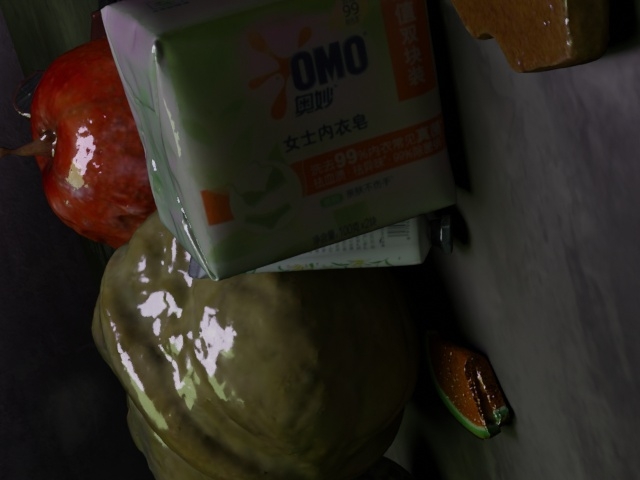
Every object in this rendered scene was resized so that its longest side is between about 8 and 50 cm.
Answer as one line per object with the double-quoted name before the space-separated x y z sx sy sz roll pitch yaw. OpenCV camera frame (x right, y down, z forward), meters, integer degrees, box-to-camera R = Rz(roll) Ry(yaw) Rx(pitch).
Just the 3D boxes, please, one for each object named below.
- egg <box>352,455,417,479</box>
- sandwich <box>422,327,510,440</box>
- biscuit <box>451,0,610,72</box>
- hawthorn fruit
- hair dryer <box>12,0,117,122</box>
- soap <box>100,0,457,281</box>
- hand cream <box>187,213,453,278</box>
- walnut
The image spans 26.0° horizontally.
"egg" 0.046 0.282 1.285 0.141 0.141 0.181 -141 41 -61
"sandwich" 0.114 0.111 1.071 0.101 0.026 0.069 35 138 59
"biscuit" 0.093 -0.189 0.755 0.215 0.034 0.182 -131 27 -56
"hawthorn fruit" -0.224 -0.103 1.463 0.242 0.272 0.242 -3 87 56
"hair dryer" -0.282 -0.221 1.730 0.312 0.123 0.340 42 -148 -58
"soap" -0.026 -0.096 0.963 0.138 0.199 0.182 -135 30 -62
"hand cream" 0.000 0.000 1.022 0.042 0.194 0.067 73 -163 -53
"walnut" -0.052 0.088 1.163 0.253 0.282 0.277 22 -141 -53
